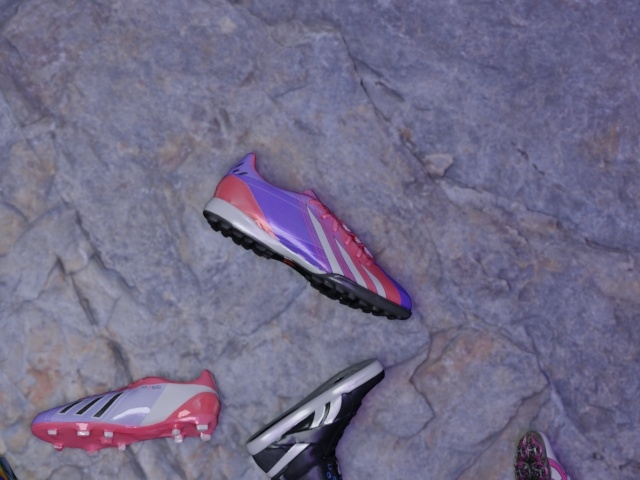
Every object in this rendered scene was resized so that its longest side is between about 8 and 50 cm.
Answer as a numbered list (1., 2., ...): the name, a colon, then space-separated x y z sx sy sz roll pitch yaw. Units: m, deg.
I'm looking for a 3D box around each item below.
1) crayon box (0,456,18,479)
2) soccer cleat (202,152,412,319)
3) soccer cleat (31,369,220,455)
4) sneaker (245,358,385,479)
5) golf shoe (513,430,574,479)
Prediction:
1. crayon box: -0.364 0.438 1.384 0.083 0.203 0.323 -29 90 -9
2. soccer cleat: 0.000 0.000 1.515 0.318 0.108 0.116 30 79 -2
3. soccer cleat: -0.258 0.226 1.486 0.247 0.083 0.095 -4 57 -3
4. sneaker: 0.017 0.263 1.514 0.216 0.079 0.121 -34 94 0
5. golf shoe: 0.327 0.353 1.555 0.086 0.067 0.186 -13 87 -35
